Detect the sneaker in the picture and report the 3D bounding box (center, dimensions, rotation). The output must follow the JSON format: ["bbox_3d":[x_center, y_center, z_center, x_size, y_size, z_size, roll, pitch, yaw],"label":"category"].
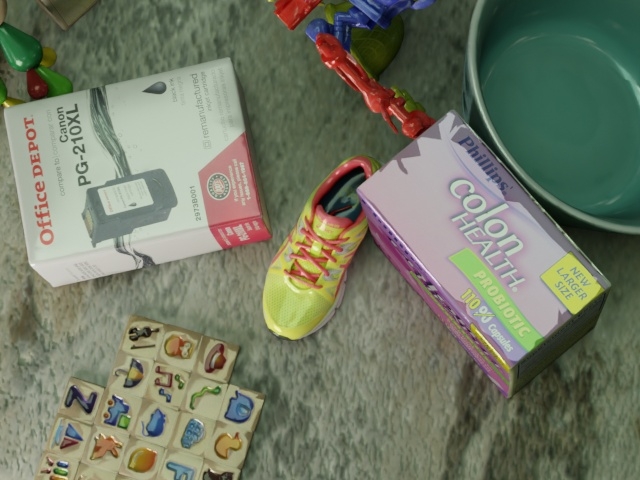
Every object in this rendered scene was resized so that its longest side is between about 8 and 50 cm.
[{"bbox_3d":[0.000,0.000,1.764,0.081,0.094,0.208,25,83,8],"label":"sneaker"}]

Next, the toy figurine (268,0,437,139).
[{"bbox_3d":[0.104,-0.229,1.651,0.217,0.362,0.191,-45,82,8],"label":"toy figurine"}]

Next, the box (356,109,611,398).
[{"bbox_3d":[0.151,0.020,1.670,0.117,0.243,0.213,-39,78,-4],"label":"box"}]

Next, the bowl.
[{"bbox_3d":[0.258,-0.135,1.707,0.312,0.163,0.311,5,74,-17],"label":"bowl"}]

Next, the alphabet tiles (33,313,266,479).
[{"bbox_3d":[-0.171,0.201,1.782,0.198,0.009,0.237,16,80,9],"label":"alphabet tiles"}]

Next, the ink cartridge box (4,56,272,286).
[{"bbox_3d":[-0.183,-0.067,1.792,0.237,0.100,0.172,-12,77,2],"label":"ink cartridge box"}]

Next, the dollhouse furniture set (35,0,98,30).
[{"bbox_3d":[-0.324,-0.353,1.834,0.212,0.161,0.242,-44,78,-4],"label":"dollhouse furniture set"}]

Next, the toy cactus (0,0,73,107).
[{"bbox_3d":[-0.351,-0.209,1.796,0.219,0.180,0.112,38,62,8],"label":"toy cactus"}]
